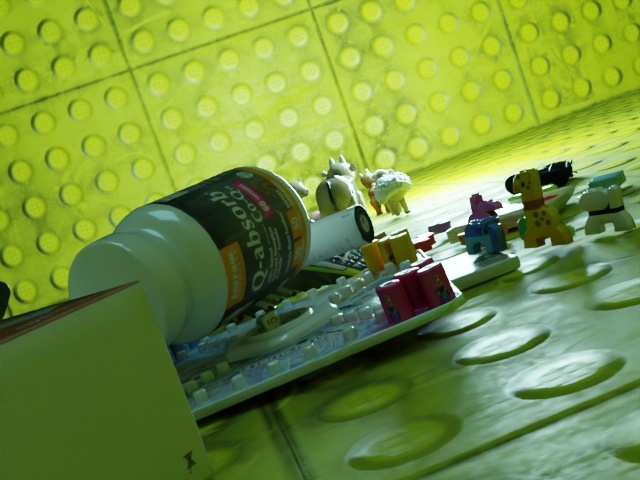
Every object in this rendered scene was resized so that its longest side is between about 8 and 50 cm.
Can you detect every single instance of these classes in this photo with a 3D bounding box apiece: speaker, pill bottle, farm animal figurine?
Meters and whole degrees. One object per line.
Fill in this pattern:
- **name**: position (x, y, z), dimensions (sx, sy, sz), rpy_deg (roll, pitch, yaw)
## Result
- **speaker**: position (0.000, 0.000, 1.209), dimensions (0.136, 0.055, 0.055), rpy_deg (-21, 5, 25)
- **pill bottle**: position (-0.141, 0.022, 1.032), dimensions (0.162, 0.162, 0.278), rpy_deg (-16, 9, 33)
- **farm animal figurine**: position (0.028, -0.103, 2.129), dimensions (0.330, 0.172, 0.327), rpy_deg (-20, 6, -4)

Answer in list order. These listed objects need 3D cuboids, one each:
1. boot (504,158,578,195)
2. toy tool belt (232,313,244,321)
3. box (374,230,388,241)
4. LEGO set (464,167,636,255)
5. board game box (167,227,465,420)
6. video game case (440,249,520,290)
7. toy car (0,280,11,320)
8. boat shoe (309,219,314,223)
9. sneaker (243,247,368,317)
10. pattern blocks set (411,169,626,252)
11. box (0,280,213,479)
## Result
- **boot**: position (0.400, -0.115, 1.647), dimensions (0.121, 0.045, 0.099), rpy_deg (-10, 12, 22)
- **toy tool belt**: position (-0.143, 0.104, 1.423), dimensions (0.051, 0.052, 0.083), rpy_deg (-26, 32, 19)
- **box**: position (0.065, 0.021, 1.462), dimensions (0.081, 0.028, 0.136), rpy_deg (-28, -5, -6)
- **LEGO set**: position (0.249, -0.040, 1.099), dimensions (0.227, 0.093, 0.087), rpy_deg (-8, 6, 43)
- **board game box**: position (-0.049, 0.095, 1.052), dimensions (0.390, 0.050, 0.390), rpy_deg (-23, 6, 2)
- **video game case**: position (0.148, 0.047, 1.114), dimensions (0.157, 0.019, 0.143), rpy_deg (-20, 6, -8)
- **toy car**: position (-0.419, 0.142, 1.080), dimensions (0.155, 0.188, 0.149), rpy_deg (1, -2, -21)
- **boat shoe**: position (-0.103, 0.034, 1.638), dimensions (0.307, 0.104, 0.110), rpy_deg (-16, 7, 36)
- **sneaker**: position (-0.063, 0.050, 1.338), dimensions (0.300, 0.121, 0.111), rpy_deg (2, 27, 12)
- **pattern blocks set**: position (0.287, -0.037, 1.384), dimensions (0.325, 0.026, 0.285), rpy_deg (-15, 8, 44)
- **box**: position (-0.295, 0.171, 0.710), dimensions (0.345, 0.168, 0.215), rpy_deg (-15, 7, 35)
